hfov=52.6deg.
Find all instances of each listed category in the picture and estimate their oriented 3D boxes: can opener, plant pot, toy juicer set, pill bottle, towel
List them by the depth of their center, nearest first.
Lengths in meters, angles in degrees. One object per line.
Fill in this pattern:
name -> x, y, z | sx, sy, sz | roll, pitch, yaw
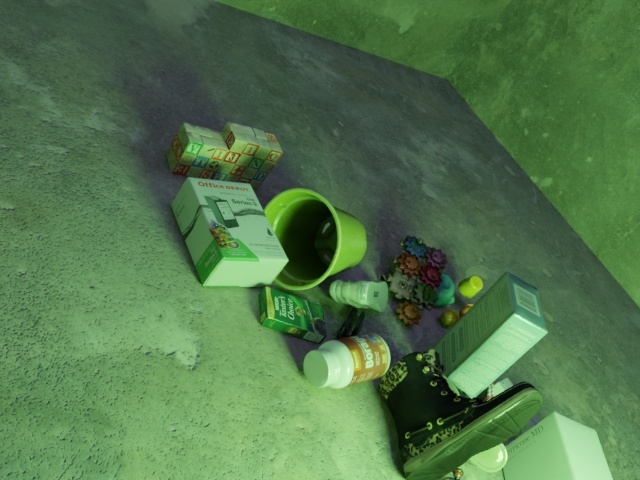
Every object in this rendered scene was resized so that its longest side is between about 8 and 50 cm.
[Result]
pill bottle -> 0.066, 0.305, 1.634 | 0.216, 0.121, 0.121 | -4, 52, -44
can opener -> 0.093, 0.239, 1.809 | 0.059, 0.073, 0.186 | 34, 22, 7
plant pot -> 0.000, 0.000, 1.850 | 0.276, 0.276, 0.254 | 54, 24, 22
towel -> 0.460, 0.432, 1.866 | 0.029, 0.144, 0.197 | 14, 35, 0
toy juicer set -> 0.389, 0.187, 2.163 | 0.329, 0.089, 0.209 | 16, 58, -17

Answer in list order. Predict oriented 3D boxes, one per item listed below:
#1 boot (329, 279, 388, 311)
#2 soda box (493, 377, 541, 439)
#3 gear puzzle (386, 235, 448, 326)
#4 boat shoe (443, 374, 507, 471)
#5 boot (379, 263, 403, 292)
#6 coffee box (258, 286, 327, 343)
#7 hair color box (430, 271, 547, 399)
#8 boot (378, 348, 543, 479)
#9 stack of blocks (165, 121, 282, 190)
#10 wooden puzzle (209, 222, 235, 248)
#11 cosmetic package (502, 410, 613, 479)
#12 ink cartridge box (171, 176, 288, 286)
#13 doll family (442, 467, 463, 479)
boot -> 0.114, 0.152, 1.902 | 0.123, 0.095, 0.258 | 6, -10, 22
soda box -> 0.589, 0.523, 1.938 | 0.069, 0.074, 0.216 | -7, 54, -49
gear puzzle -> 0.306, 0.127, 2.073 | 0.175, 0.044, 0.339 | 28, 52, -5
boat shoe -> 0.364, 0.470, 1.750 | 0.340, 0.127, 0.113 | 41, 3, 18
boot -> 0.227, 0.120, 2.103 | 0.087, 0.042, 0.118 | 9, 43, -36
coffee box -> -0.073, 0.197, 1.706 | 0.184, 0.040, 0.113 | 22, 36, -25
hair color box -> 0.454, 0.286, 1.811 | 0.114, 0.374, 0.185 | 29, 33, -11
boot -> 0.321, 0.385, 1.591 | 0.138, 0.377, 0.284 | 35, 22, -40
stack of blocks -> -0.285, -0.261, 1.936 | 0.297, 0.171, 0.087 | 9, 43, -38
wooden puzzle -> -0.243, -0.013, 1.600 | 0.049, 0.006, 0.083 | -12, 57, -47
cosmetic package -> 0.618, 0.691, 1.618 | 0.161, 0.230, 0.453 | 27, 33, -17
ink cartridge box -> -0.247, -0.023, 1.726 | 0.211, 0.121, 0.289 | 3, 47, -42
doll family -> 0.367, 0.630, 1.561 | 0.193, 0.076, 0.111 | 48, 48, -26
